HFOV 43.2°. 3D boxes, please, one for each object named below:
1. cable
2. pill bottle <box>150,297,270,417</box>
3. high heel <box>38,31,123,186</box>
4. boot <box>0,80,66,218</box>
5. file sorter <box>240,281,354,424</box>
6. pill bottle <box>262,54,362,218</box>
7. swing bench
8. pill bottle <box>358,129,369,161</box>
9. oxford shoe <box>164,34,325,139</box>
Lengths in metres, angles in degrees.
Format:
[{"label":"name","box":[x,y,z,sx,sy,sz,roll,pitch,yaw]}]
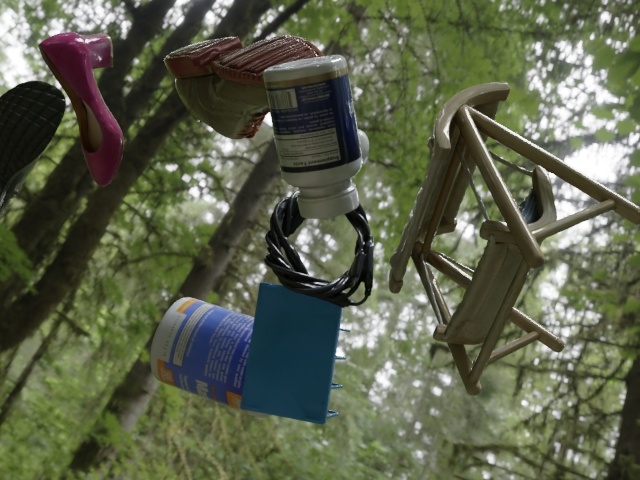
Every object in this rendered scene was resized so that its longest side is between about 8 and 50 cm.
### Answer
[{"label":"cable","box":[0.000,0.000,1.071,0.150,0.185,0.047,10,-33,-11]},{"label":"pill bottle","box":[-0.126,0.199,1.320,0.271,0.152,0.152,16,-33,19]},{"label":"high heel","box":[-0.365,-0.190,1.217,0.082,0.117,0.244,25,-59,30]},{"label":"boot","box":[-0.429,-0.116,1.108,0.083,0.247,0.161,33,6,-15]},{"label":"file sorter","box":[-0.024,0.154,1.109,0.118,0.171,0.104,7,-7,18]},{"label":"pill bottle","box":[-0.004,-0.114,0.901,0.094,0.094,0.170,2,-69,35]},{"label":"swing bench","box":[0.195,-0.005,0.961,0.255,0.165,0.253,53,-31,33]},{"label":"pill bottle","box":[0.011,-0.161,1.344,0.086,0.086,0.152,-3,-3,40]},{"label":"oxford shoe","box":[-0.091,-0.203,1.105,0.348,0.123,0.130,24,-45,55]}]
